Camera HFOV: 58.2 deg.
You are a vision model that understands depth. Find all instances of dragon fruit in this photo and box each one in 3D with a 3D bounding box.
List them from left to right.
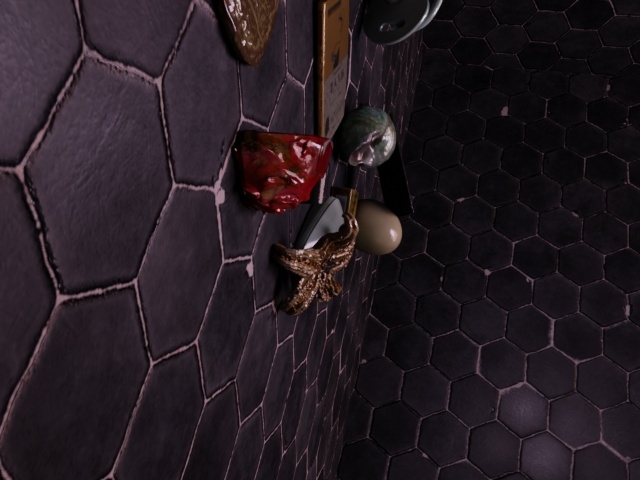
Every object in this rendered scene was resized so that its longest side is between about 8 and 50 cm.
[{"bbox_3d":[-0.065,-0.140,1.085,0.162,0.189,0.262,68,18,2],"label":"dragon fruit"}]

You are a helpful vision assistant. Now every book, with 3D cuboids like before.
[{"bbox_3d":[0.032,-0.457,1.518,0.269,0.032,0.388,-67,162,-52],"label":"book"}]

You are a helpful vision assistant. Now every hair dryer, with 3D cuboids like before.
[{"bbox_3d":[0.000,-0.164,1.508,0.248,0.071,0.114,-48,145,-75],"label":"hair dryer"}]

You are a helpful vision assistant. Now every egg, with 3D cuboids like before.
[{"bbox_3d":[0.179,-0.046,2.004,0.186,0.242,0.185,-29,137,-31],"label":"egg"}]

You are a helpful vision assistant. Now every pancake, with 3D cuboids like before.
[{"bbox_3d":[-0.106,-0.409,0.929,0.250,0.031,0.249,9,90,-77],"label":"pancake"}]

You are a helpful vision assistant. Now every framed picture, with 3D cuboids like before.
[{"bbox_3d":[0.243,-0.245,1.993,0.255,0.014,0.338,157,-80,-78],"label":"framed picture"}]

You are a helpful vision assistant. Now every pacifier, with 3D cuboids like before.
[{"bbox_3d":[0.228,-0.789,1.773,0.269,0.288,0.343,15,78,-51],"label":"pacifier"}]

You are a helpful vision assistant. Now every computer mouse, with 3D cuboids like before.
[{"bbox_3d":[0.006,0.001,1.572,0.288,0.097,0.159,-69,165,-45],"label":"computer mouse"}]

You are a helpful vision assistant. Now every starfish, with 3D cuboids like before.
[{"bbox_3d":[0.007,0.047,1.404,0.303,0.113,0.312,-30,147,-41],"label":"starfish"}]

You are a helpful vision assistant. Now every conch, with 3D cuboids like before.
[{"bbox_3d":[0.144,-0.319,1.833,0.220,0.196,0.277,-60,-173,-9],"label":"conch"}]

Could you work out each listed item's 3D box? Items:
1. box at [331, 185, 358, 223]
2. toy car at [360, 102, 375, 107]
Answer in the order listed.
[{"bbox_3d":[0.067,-0.052,1.865,0.159,0.071,0.240,-19,117,-79],"label":"box"},{"bbox_3d":[0.161,-0.420,2.069,0.073,0.054,0.143,39,61,-78],"label":"toy car"}]
